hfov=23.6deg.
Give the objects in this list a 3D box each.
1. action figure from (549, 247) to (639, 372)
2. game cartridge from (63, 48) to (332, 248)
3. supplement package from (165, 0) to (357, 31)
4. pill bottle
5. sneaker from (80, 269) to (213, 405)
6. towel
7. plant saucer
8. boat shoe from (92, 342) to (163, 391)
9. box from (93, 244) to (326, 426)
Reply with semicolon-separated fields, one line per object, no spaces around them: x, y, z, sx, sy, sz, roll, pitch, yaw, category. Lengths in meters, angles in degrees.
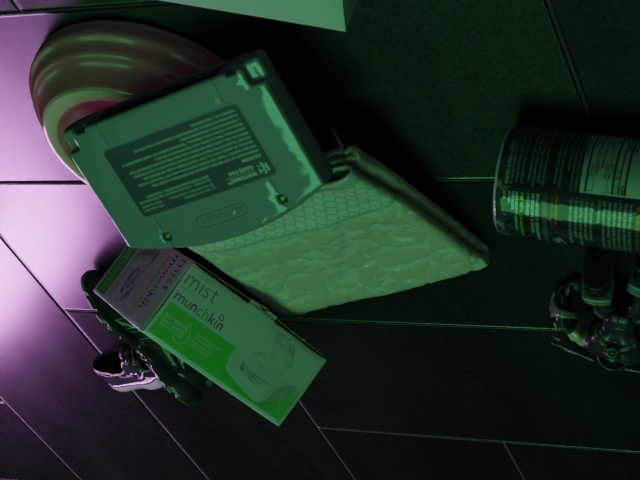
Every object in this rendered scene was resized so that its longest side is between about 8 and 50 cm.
0.385;0.088;1.951;0.185;0.099;0.285;5;150;9;action figure
-0.141;-0.094;1.804;0.297;0.062;0.198;-16;120;31;game cartridge
-0.085;-0.341;1.498;0.262;0.145;0.204;12;147;13;supplement package
0.327;-0.053;1.726;0.246;0.130;0.130;9;147;18;pill bottle
-0.259;0.132;2.375;0.267;0.106;0.101;46;180;-9;sneaker
0.000;0.000;1.973;0.332;0.053;0.317;-14;148;33;towel
-0.220;-0.138;1.940;0.332;0.084;0.332;14;149;9;plant saucer
-0.299;0.194;2.502;0.076;0.080;0.228;35;153;-26;boat shoe
-0.157;0.118;2.173;0.262;0.127;0.231;39;175;-28;box
